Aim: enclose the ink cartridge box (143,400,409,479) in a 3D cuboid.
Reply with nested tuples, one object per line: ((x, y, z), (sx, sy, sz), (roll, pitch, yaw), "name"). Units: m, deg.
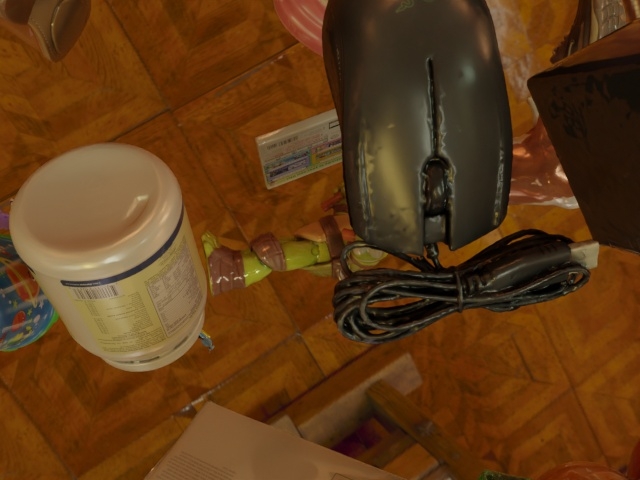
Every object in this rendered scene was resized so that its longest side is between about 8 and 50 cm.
((-0.003, 0.347, 0.746), (0.130, 0.309, 0.272), (-51, 131, -33), "ink cartridge box")

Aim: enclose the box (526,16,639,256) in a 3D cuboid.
((0.358, -0.113, 0.464), (0.296, 0.294, 0.183), (-29, 101, -4), "box")

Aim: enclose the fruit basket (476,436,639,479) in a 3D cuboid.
((0.271, 0.234, 0.542), (0.353, 0.165, 0.327), (-37, 143, 17), "fruit basket")

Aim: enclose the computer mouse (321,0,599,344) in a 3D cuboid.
((0.079, -0.074, 0.453), (0.188, 0.072, 0.272), (-12, 90, -4), "computer mouse")

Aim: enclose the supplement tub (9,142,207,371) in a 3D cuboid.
((-0.303, 0.039, 1.032), (0.235, 0.235, 0.325), (-23, 145, -15), "supplement tub")

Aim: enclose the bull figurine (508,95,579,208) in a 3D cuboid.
((0.290, -0.123, 0.983), (0.310, 0.101, 0.188), (-7, 90, 22), "bull figurine")

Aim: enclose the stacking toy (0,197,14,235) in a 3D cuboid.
((-0.774, -0.056, 1.530), (0.221, 0.167, 0.052), (5, 111, -29), "stacking toy")

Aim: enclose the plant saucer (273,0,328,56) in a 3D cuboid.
((0.068, -0.495, 1.429), (0.332, 0.084, 0.332), (13, 49, -16), "plant saucer")

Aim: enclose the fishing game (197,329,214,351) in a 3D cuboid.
((-0.346, 0.221, 1.690), (0.189, 0.264, 0.041), (42, 70, -11), "fishing game")

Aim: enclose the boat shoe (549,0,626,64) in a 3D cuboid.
((0.536, -0.381, 1.376), (0.132, 0.130, 0.355), (15, 78, -44), "boat shoe")

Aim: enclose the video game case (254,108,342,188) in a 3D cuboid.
((-0.021, -0.188, 1.350), (0.212, 0.193, 0.023), (-22, 70, -7), "video game case")

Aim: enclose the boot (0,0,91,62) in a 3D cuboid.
((-0.425, -0.324, 0.832), (0.220, 0.283, 0.109), (29, 100, -2), "boot")

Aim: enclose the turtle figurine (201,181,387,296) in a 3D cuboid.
((0.000, 0.000, 0.653), (0.217, 0.269, 0.087), (-13, 108, -4), "turtle figurine")

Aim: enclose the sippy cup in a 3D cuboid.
((-0.629, 0.114, 1.239), (0.240, 0.224, 0.305), (19, 96, -3), "sippy cup")
